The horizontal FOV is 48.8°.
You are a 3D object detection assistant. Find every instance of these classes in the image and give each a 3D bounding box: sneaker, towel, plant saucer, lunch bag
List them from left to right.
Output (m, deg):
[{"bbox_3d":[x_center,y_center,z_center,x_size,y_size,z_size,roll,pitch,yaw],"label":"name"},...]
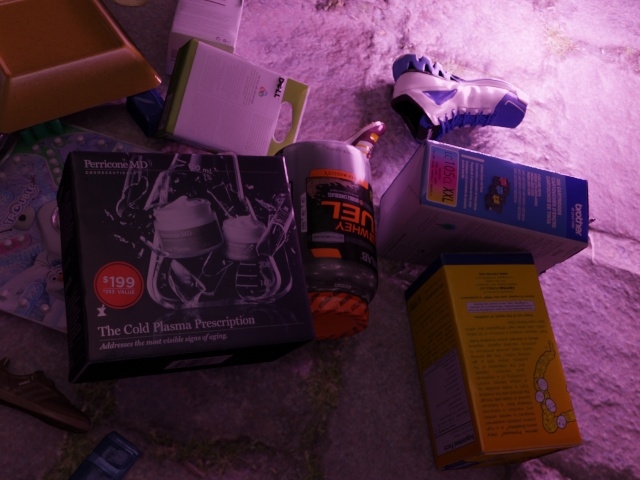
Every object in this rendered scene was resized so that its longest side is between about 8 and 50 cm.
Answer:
[{"bbox_3d":[-0.450,0.247,1.139,0.188,0.066,0.071,24,59,-4],"label":"sneaker"},{"bbox_3d":[-0.532,-0.388,1.382,0.333,0.081,0.333,-25,62,-26],"label":"plant saucer"},{"bbox_3d":[-0.349,0.368,1.130,0.067,0.029,0.119,36,61,4],"label":"towel"},{"bbox_3d":[-0.338,-0.260,1.422,0.065,0.067,0.098,-33,80,-26],"label":"lunch bag"},{"bbox_3d":[0.081,-0.183,1.513,0.185,0.069,0.084,-35,87,-21],"label":"sneaker"},{"bbox_3d":[0.293,-0.286,1.598,0.316,0.127,0.182,18,64,1],"label":"sneaker"}]

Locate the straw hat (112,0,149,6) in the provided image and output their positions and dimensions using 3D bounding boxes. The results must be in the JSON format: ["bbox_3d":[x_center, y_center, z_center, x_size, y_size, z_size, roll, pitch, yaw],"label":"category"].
[{"bbox_3d":[-0.432,-0.593,1.564,0.145,0.061,0.144,6,64,-13],"label":"straw hat"}]

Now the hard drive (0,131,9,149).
[{"bbox_3d":[-0.627,-0.157,1.280,0.094,0.022,0.135,-3,54,20],"label":"hard drive"}]

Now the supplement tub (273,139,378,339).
[{"bbox_3d":[0.000,0.000,1.313,0.207,0.207,0.337,5,64,-14],"label":"supplement tub"}]

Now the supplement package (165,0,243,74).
[{"bbox_3d":[-0.241,-0.476,1.517,0.134,0.139,0.244,12,61,-11],"label":"supplement package"}]

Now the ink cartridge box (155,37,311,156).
[{"bbox_3d":[-0.171,-0.258,1.398,0.255,0.097,0.188,16,87,-24],"label":"ink cartridge box"}]

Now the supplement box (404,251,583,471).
[{"bbox_3d":[0.303,0.221,1.299,0.195,0.194,0.356,0,65,-16],"label":"supplement box"}]

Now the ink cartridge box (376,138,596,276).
[{"bbox_3d":[0.336,-0.034,1.390,0.396,0.270,0.151,14,67,-9],"label":"ink cartridge box"}]

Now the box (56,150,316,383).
[{"bbox_3d":[-0.217,0.038,1.105,0.343,0.179,0.312,-2,71,-28],"label":"box"}]

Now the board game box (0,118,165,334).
[{"bbox_3d":[-0.436,-0.041,1.247,0.390,0.050,0.389,18,61,7],"label":"board game box"}]
